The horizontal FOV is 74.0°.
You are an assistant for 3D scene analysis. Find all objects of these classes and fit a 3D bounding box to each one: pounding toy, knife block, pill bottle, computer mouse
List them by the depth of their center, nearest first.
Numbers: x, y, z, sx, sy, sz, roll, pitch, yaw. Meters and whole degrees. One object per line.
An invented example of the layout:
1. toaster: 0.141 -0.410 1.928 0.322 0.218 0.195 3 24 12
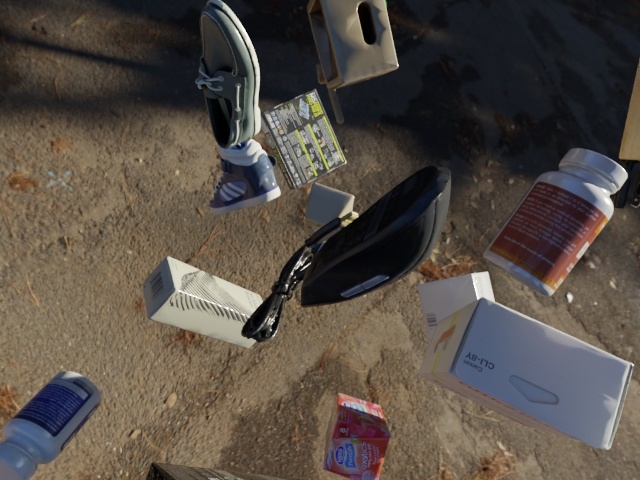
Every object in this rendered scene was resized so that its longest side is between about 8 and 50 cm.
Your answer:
1. computer mouse: 0.039 0.010 0.445 0.060 0.262 0.184 45 31 -10
2. pounding toy: 0.049 -0.281 0.655 0.094 0.206 0.181 -17 107 -3
3. pill bottle: 0.371 -0.030 0.672 0.121 0.216 0.121 32 8 -5
4. knife block: 0.581 -0.179 0.730 0.242 0.088 0.275 -51 126 -14
5. pill bottle: -0.528 0.356 0.814 0.112 0.112 0.186 32 32 -4

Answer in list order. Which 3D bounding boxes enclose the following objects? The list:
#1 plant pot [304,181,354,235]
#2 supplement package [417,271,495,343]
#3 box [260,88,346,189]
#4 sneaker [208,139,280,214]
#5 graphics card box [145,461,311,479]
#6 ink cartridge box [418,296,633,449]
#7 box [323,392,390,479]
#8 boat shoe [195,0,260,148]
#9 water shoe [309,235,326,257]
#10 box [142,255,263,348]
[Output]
1. plant pot: 0.013 -0.061 1.054 0.109 0.109 0.096 20 62 11
2. supplement package: 0.473 0.254 1.433 0.145 0.204 0.261 1 76 -48
3. box: -0.060 -0.336 1.424 0.216 0.060 0.270 -32 108 -21
4. sneaker: -0.288 -0.225 1.401 0.130 0.323 0.236 -42 116 -45
5. graphics card box: -0.037 0.393 0.580 0.371 0.233 0.094 27 65 -30
6. ink cartridge box: 0.388 0.273 0.894 0.279 0.384 0.160 24 76 11
7. box: 0.086 0.482 1.059 0.128 0.257 0.122 16 84 5
8. boat shoe: -0.194 -0.313 0.860 0.116 0.319 0.099 37 66 19
9. water shoe: 0.000 0.000 1.206 0.080 0.073 0.203 22 80 24
10. box: -0.245 0.145 0.944 0.275 0.094 0.113 32 18 -45
